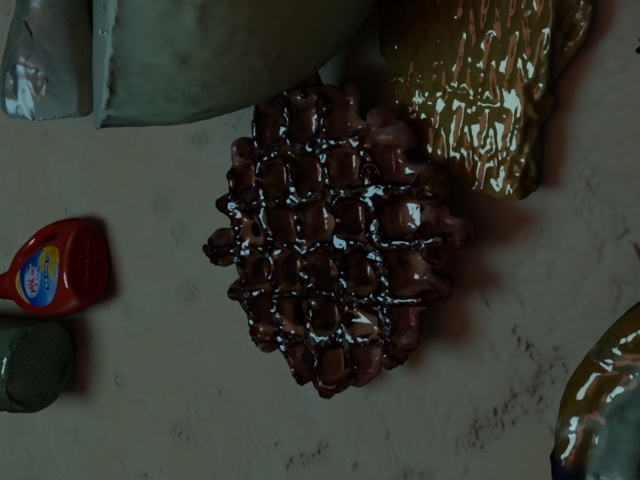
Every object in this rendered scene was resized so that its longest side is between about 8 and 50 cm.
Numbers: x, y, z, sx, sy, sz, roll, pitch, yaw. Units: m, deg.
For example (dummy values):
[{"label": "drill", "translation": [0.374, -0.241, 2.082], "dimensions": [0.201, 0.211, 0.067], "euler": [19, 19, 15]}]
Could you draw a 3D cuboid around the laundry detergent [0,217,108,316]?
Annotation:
[{"label": "laundry detergent", "translation": [-0.285, 0.032, 0.832], "dimensions": [0.165, 0.049, 0.097], "euler": [-10, 74, 39]}]

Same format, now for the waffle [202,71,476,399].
[{"label": "waffle", "translation": [0.000, 0.000, 0.599], "dimensions": [0.221, 0.055, 0.234], "euler": [47, 126, 26]}]

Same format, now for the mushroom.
[{"label": "mushroom", "translation": [-0.239, -0.217, 0.739], "dimensions": [0.092, 0.081, 0.223], "euler": [36, 117, 48]}]

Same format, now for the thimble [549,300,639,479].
[{"label": "thimble", "translation": [0.238, 0.112, 0.382], "dimensions": [0.237, 0.150, 0.237], "euler": [7, 102, 35]}]

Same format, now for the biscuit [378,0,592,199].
[{"label": "biscuit", "translation": [0.101, -0.145, 0.517], "dimensions": [0.144, 0.033, 0.224], "euler": [18, 109, 38]}]

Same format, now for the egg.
[{"label": "egg", "translation": [-0.044, -0.216, 0.502], "dimensions": [0.337, 0.201, 0.337], "euler": [-177, 90, -75]}]

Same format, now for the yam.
[{"label": "yam", "translation": [-0.346, 0.128, 0.858], "dimensions": [0.194, 0.107, 0.107], "euler": [-3, 95, 36]}]

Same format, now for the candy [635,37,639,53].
[{"label": "candy", "translation": [0.252, -0.105, 0.356], "dimensions": [0.203, 0.141, 0.078], "euler": [35, 84, 25]}]
